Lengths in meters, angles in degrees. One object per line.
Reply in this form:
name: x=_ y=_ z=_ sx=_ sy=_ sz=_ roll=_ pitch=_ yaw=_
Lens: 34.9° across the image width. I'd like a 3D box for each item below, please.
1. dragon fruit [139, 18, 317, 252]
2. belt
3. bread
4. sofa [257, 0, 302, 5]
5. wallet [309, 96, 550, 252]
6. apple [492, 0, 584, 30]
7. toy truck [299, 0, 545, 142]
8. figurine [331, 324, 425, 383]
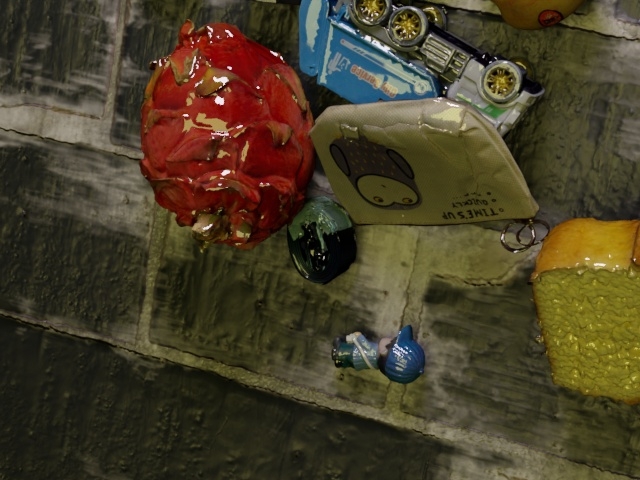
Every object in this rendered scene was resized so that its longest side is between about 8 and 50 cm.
dragon fruit: x=-0.139 y=-0.150 z=1.524 sx=0.277 sy=0.277 sz=0.342 roll=0 pitch=73 yaw=16
belt: x=0.000 y=0.000 z=1.602 sx=0.105 sy=0.058 sz=0.140 roll=-3 pitch=106 yaw=36
bread: x=0.409 y=0.073 z=1.437 sx=0.194 sy=0.179 sz=0.340 roll=2 pitch=142 yaw=22
sofa: x=-0.082 y=-0.389 z=1.535 sx=0.085 sy=0.147 sz=0.060 roll=9 pitch=104 yaw=14
wallet: x=0.141 y=-0.097 z=1.463 sx=0.335 sy=0.068 sz=0.275 roll=1 pitch=138 yaw=33
apple: x=0.294 y=-0.386 z=1.420 sx=0.155 sy=0.182 sz=0.182 roll=-40 pitch=86 yaw=25
toy truck: x=0.139 y=-0.259 z=1.499 sx=0.367 sy=0.146 sz=0.175 roll=32 pitch=113 yaw=12
figurine: x=0.092 y=0.181 z=1.614 sx=0.149 sy=0.087 sz=0.086 roll=-1 pitch=135 yaw=16
